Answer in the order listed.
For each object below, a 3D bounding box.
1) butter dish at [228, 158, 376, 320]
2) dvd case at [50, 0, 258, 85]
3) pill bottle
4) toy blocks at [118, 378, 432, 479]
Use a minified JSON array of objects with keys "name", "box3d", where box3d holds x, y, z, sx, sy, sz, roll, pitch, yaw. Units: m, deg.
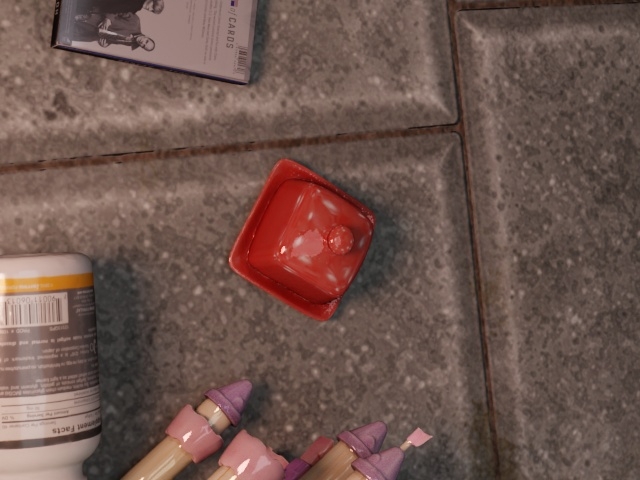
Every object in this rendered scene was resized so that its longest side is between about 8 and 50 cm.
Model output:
[{"name":"butter dish","box3d":[0.000,0.000,1.601,0.160,0.118,0.160,32,76,-24]},{"name":"dvd case","box3d":[-0.184,-0.289,1.558,0.238,0.029,0.179,9,85,-28]},{"name":"pill bottle","box3d":[-0.314,0.154,1.412,0.162,0.162,0.278,-3,92,-28]},{"name":"toy blocks","box3d":[-0.015,0.299,1.493,0.260,0.288,0.309,-42,105,-16]}]
